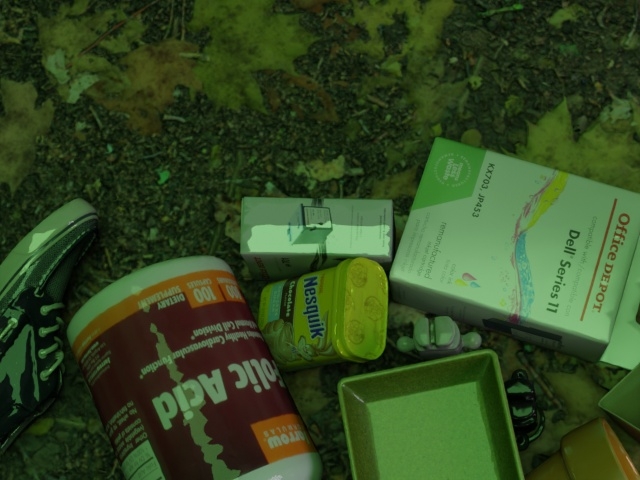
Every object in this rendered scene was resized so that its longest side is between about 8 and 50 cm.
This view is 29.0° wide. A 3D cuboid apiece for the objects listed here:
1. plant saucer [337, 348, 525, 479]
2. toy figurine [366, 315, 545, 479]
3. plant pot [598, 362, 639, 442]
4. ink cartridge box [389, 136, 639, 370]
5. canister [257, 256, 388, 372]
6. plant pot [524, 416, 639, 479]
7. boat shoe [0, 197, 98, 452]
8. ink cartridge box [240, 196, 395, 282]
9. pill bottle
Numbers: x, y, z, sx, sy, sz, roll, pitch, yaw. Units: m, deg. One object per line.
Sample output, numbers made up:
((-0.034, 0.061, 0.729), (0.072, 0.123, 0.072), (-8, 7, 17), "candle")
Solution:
((0.127, 0.234, 1.407), (0.188, 0.045, 0.189), (-12, 69, 6), "plant saucer")
((0.150, 0.216, 1.515), (0.209, 0.148, 0.213), (38, 81, 21), "toy figurine")
((0.425, 0.212, 1.500), (0.109, 0.109, 0.096), (-42, 116, -8), "plant pot")
((0.285, 0.022, 1.572), (0.353, 0.119, 0.207), (16, 74, 10), "ink cartridge box")
((-0.001, 0.098, 1.551), (0.170, 0.073, 0.126), (-16, 64, 46), "canister")
((0.292, 0.338, 1.441), (0.188, 0.205, 0.205), (-29, 71, 11), "plant pot")
((-0.369, 0.118, 1.608), (0.158, 0.127, 0.340), (40, 87, 9), "boat shoe")
((0.000, 0.000, 1.593), (0.190, 0.140, 0.082), (0, 74, 5), "ink cartridge box")
((-0.133, 0.235, 1.484), (0.224, 0.224, 0.392), (-26, 72, -4), "pill bottle")
